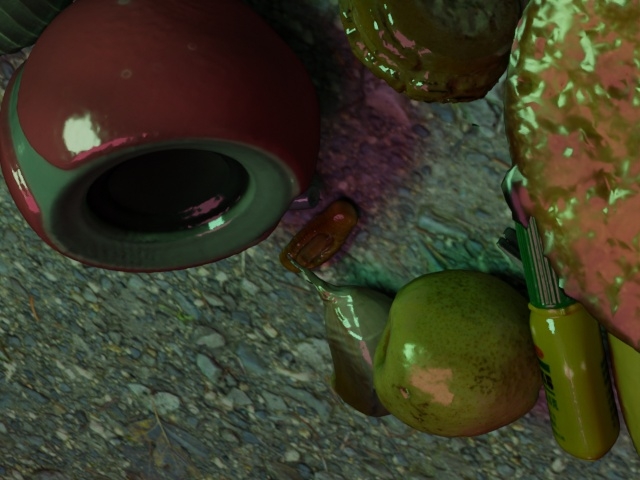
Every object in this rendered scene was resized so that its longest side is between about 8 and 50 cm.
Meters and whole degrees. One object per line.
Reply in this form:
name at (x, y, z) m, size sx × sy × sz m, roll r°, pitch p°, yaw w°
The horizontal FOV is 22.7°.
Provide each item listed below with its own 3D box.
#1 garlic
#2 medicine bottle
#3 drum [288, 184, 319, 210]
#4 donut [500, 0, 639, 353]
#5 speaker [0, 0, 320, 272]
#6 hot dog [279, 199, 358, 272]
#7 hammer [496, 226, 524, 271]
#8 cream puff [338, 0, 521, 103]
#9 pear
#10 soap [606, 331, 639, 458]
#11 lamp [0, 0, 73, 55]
garlic at (0.040, 0.103, 1.668) m, size 0.128 × 0.090 × 0.198 m, roll 16°, pitch 145°, yaw 38°
medicine bottle at (0.223, 0.075, 1.456) m, size 0.064 × 0.095 × 0.260 m, roll -11°, pitch 113°, yaw 8°
drum at (-0.112, -0.037, 1.673) m, size 0.253 × 0.049 × 0.130 m, roll 17°, pitch 137°, yaw 23°
donut at (0.332, -0.105, 1.125) m, size 0.377 × 0.163 × 0.435 m, roll 30°, pitch 124°, yaw 24°
speaker at (-0.143, -0.104, 1.457) m, size 0.294 × 0.294 × 0.294 m, roll 21°, pitch 138°, yaw 20°
hot dog at (0.000, 0.001, 1.645) m, size 0.044 × 0.028 × 0.137 m, roll 37°, pitch 140°, yaw -11°
hammer at (0.200, -0.061, 1.434) m, size 0.103 × 0.029 × 0.246 m, roll 11°, pitch 133°, yaw 28°
cream puff at (0.088, -0.187, 1.307) m, size 0.115 × 0.150 × 0.165 m, roll 148°, pitch 111°, yaw -66°
pear at (0.139, 0.112, 1.551) m, size 0.178 × 0.178 × 0.178 m, roll 21°, pitch 138°, yaw 20°
soap at (0.380, 0.095, 1.367) m, size 0.306 × 0.115 × 0.427 m, roll 3°, pitch 114°, yaw 39°
lamp at (-0.326, -0.298, 1.445) m, size 0.233 × 0.233 × 0.265 m, roll -33°, pitch 90°, yaw 49°
